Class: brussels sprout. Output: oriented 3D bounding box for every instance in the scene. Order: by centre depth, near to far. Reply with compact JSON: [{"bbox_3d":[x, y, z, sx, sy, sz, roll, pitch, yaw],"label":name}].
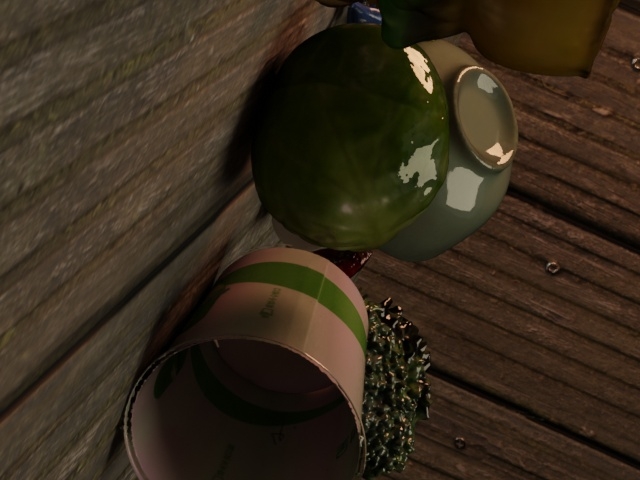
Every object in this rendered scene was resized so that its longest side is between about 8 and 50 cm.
[{"bbox_3d":[0.031,-0.101,1.761,0.244,0.244,0.244,25,90,-85],"label":"brussels sprout"}]

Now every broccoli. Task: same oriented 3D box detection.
[{"bbox_3d":[0.000,0.229,2.635,0.348,0.293,0.281,-48,-146,-3],"label":"broccoli"}]

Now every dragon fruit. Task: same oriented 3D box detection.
[{"bbox_3d":[0.000,0.000,2.522,0.102,0.096,0.147,-55,-155,-1],"label":"dragon fruit"}]

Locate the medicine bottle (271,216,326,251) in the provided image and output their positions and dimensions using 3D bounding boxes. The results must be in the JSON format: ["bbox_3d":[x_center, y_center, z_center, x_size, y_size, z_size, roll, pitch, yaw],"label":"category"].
[{"bbox_3d":[0.003,-0.052,2.146,0.191,0.107,0.107,-52,165,-67],"label":"medicine bottle"}]

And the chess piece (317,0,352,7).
[{"bbox_3d":[0.026,-0.283,1.633,0.066,0.066,0.122,105,5,-61],"label":"chess piece"}]

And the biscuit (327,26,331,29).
[{"bbox_3d":[-0.008,-0.176,1.963,0.102,0.019,0.130,1,112,-85],"label":"biscuit"}]

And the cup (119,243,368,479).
[{"bbox_3d":[-0.055,0.148,1.871,0.274,0.253,0.253,-68,180,-61],"label":"cup"}]

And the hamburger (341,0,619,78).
[{"bbox_3d":[0.137,-0.323,1.337,0.396,0.277,0.395,22,90,-83],"label":"hamburger"}]

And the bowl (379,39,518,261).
[{"bbox_3d":[0.144,-0.128,2.111,0.146,0.289,0.289,-16,-147,41],"label":"bowl"}]

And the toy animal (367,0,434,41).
[{"bbox_3d":[0.124,-0.312,2.079,0.230,0.156,0.156,-81,-167,-70],"label":"toy animal"}]

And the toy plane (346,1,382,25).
[{"bbox_3d":[0.050,-0.253,1.939,0.167,0.062,0.054,25,68,-69],"label":"toy plane"}]
